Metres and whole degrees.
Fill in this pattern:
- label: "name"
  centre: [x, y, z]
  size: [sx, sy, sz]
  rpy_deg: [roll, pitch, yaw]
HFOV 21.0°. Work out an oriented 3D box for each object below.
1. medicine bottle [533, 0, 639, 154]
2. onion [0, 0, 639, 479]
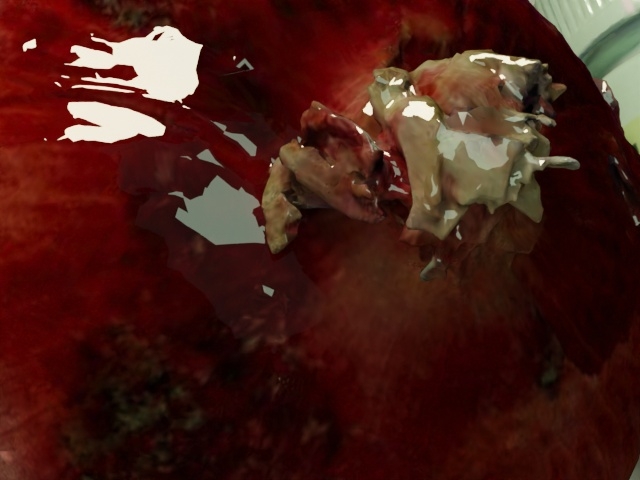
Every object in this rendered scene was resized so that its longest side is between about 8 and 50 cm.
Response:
- label: "medicine bottle"
  centre: [0.219, 0.005, 0.832]
  size: [0.158, 0.158, 0.318]
  rpy_deg: [-7, 63, -19]
- label: "onion"
  centre: [0.000, 0.000, 0.700]
  size: [0.348, 0.285, 0.347]
  rpy_deg: [8, 69, -21]
